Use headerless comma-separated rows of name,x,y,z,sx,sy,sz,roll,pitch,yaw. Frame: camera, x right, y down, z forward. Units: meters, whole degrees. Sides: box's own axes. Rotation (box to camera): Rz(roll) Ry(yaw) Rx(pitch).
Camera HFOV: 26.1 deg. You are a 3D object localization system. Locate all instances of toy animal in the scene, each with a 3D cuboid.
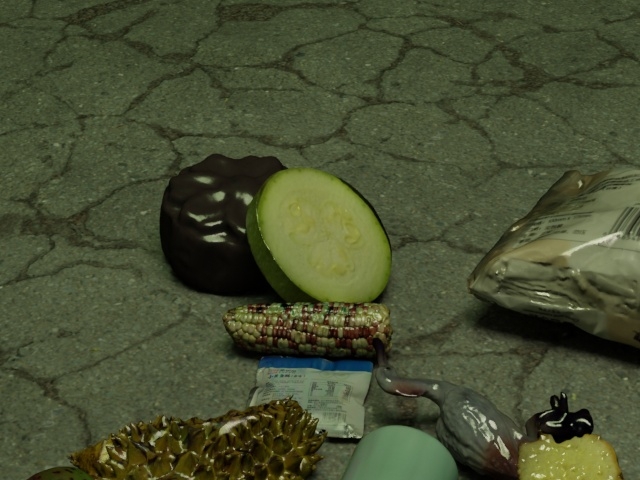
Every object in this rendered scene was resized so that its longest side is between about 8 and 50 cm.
toy animal,0.198,0.240,1.850,0.324,0.090,0.195,16,29,10

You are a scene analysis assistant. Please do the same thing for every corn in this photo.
corn,-0.018,0.132,2.034,0.253,0.086,0.086,0,32,7

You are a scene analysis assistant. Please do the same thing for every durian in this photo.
durian,-0.147,0.284,1.767,0.341,0.112,0.191,-9,32,-13

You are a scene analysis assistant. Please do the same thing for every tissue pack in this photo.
tissue pack,0.459,0.012,2.110,0.375,0.195,0.390,14,35,29

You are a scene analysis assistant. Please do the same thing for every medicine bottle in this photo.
medicine bottle,0.077,0.337,1.651,0.139,0.139,0.225,9,33,16

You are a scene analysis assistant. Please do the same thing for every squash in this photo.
squash,0.000,0.000,2.142,0.252,0.049,0.252,19,51,-26

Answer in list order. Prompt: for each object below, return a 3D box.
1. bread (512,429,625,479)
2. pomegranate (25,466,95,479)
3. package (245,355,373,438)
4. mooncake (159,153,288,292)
bread,0.295,0.341,1.639,0.143,0.140,0.229,1,31,7
pomegranate,-0.321,0.339,1.680,0.130,0.130,0.130,-1,32,0
package,-0.016,0.219,1.949,0.171,0.027,0.173,1,32,9
mooncake,-0.124,-0.036,2.257,0.282,0.141,0.283,1,34,0
